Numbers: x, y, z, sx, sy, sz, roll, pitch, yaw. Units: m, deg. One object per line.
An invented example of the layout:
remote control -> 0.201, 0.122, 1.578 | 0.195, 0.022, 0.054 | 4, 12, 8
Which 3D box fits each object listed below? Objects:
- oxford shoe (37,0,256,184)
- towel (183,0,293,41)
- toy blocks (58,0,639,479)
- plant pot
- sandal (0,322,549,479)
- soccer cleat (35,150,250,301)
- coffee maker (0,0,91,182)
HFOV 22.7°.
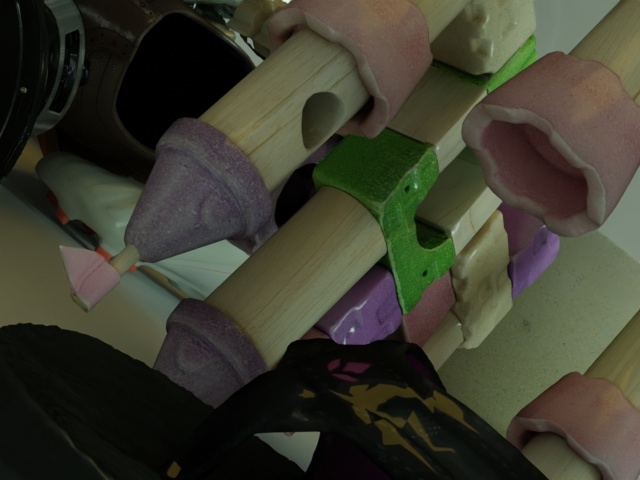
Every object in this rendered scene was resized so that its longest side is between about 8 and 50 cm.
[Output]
oxford shoe -> -0.097, -0.074, 0.980 | 0.132, 0.130, 0.363 | 31, -4, 21
towel -> -0.205, -0.200, 1.205 | 0.324, 0.056, 0.312 | 0, 18, -18
toy blocks -> 0.000, 0.000, 0.736 | 0.309, 0.260, 0.288 | 30, -27, 31
plant pot -> 0.123, 0.062, 1.108 | 0.284, 0.191, 0.284 | 37, 5, -4
sandal -> 0.050, 0.113, 0.598 | 0.446, 0.107, 0.167 | 34, 6, -42
soccer cleat -> -0.079, -0.006, 0.947 | 0.196, 0.076, 0.068 | 35, 6, -25
coffee maker -> -0.195, -0.098, 0.722 | 0.171, 0.120, 0.178 | 36, 5, -8
